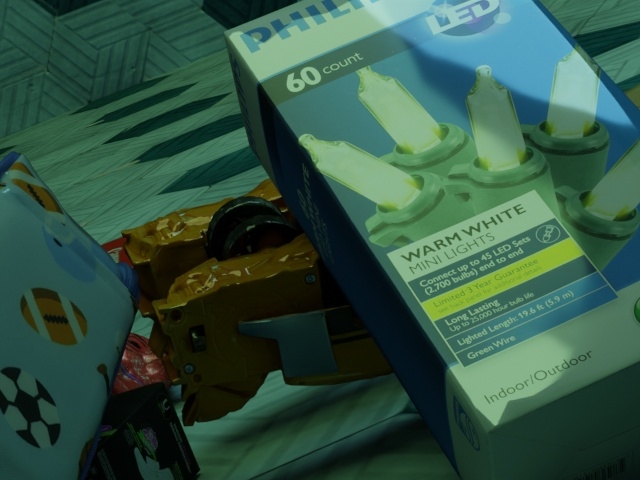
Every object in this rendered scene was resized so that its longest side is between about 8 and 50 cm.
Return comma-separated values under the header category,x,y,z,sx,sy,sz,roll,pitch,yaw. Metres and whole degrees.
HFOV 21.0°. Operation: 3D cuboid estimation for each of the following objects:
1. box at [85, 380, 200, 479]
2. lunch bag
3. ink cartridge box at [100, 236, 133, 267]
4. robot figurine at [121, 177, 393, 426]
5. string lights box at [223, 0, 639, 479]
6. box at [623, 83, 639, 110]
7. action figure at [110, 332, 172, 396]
category,x,y,z,sx,sy,sz,roll,pitch,yaw
box,-0.108,0.113,0.840,0.062,0.052,0.083,-16,12,24
lunch bag,-0.207,0.100,0.758,0.243,0.115,0.303,-35,19,22
ink cartridge box,-0.249,0.016,1.529,0.232,0.066,0.189,-26,12,-2
robot figurine,0.054,0.006,0.867,0.291,0.085,0.211,-12,18,-10
string lights box,0.070,-0.013,0.724,0.133,0.077,0.260,-24,47,-10
box,0.223,-0.076,1.200,0.164,0.021,0.201,-25,12,-21
action figure,-0.197,0.064,1.032,0.280,0.139,0.091,-16,14,14
